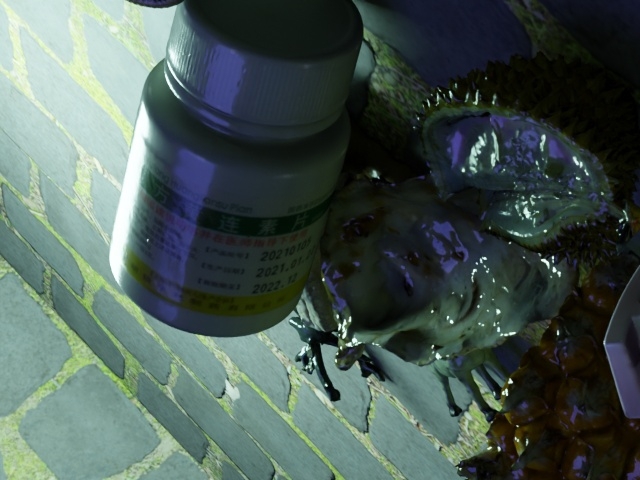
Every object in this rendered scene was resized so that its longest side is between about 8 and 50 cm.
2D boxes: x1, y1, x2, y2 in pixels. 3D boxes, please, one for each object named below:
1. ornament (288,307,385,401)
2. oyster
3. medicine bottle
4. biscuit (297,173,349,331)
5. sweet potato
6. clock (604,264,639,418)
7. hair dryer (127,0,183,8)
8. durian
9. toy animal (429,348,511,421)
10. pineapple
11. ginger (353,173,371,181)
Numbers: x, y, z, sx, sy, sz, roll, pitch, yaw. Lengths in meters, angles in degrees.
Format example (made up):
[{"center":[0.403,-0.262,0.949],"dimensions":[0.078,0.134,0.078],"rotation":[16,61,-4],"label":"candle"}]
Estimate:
[{"center":[0.017,0.124,2.202],"dimensions":[0.202,0.080,0.236],"rotation":[29,150,51],"label":"ornament"},{"center":[0.099,0.017,1.728],"dimensions":[0.396,0.111,0.204],"rotation":[-18,96,51],"label":"oyster"},{"center":[-0.082,-0.090,1.676],"dimensions":[0.208,0.208,0.340],"rotation":[39,134,25],"label":"medicine bottle"},{"center":[0.000,0.000,1.954],"dimensions":[0.062,0.108,0.239],"rotation":[30,153,38],"label":"biscuit"},{"center":[0.018,-0.100,1.794],"dimensions":[0.269,0.075,0.075],"rotation":[34,158,11],"label":"sweet potato"},{"center":[0.328,0.071,1.131],"dimensions":[0.275,0.290,0.080],"rotation":[17,142,45],"label":"clock"},{"center":[-0.066,-0.343,1.463],"dimensions":[0.107,0.173,0.357],"rotation":[32,147,-25],"label":"hair dryer"},{"center":[0.197,-0.073,1.356],"dimensions":[0.237,0.138,0.193],"rotation":[33,152,45],"label":"durian"},{"center":[0.155,0.115,1.897],"dimensions":[0.176,0.073,0.217],"rotation":[60,166,0],"label":"toy animal"},{"center":[0.269,0.229,1.543],"dimensions":[0.209,0.286,0.344],"rotation":[33,156,38],"label":"pineapple"},{"center":[0.077,0.000,1.859],"dimensions":[0.096,0.067,0.165],"rotation":[21,139,29],"label":"ginger"}]
